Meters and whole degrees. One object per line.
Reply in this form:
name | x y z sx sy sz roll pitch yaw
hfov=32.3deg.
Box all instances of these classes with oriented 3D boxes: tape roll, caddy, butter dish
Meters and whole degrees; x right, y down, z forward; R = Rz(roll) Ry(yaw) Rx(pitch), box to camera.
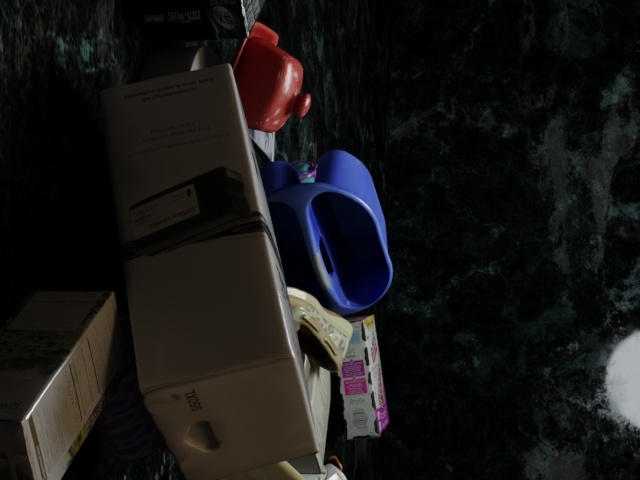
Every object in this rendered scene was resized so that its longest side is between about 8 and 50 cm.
tape roll | -0.186 -0.160 1.544 0.219 0.072 0.219 -1 90 -80
caddy | 0.000 0.000 2.031 0.179 0.241 0.341 -89 164 -46
butter dish | -0.070 -0.211 1.568 0.160 0.118 0.160 -65 171 6

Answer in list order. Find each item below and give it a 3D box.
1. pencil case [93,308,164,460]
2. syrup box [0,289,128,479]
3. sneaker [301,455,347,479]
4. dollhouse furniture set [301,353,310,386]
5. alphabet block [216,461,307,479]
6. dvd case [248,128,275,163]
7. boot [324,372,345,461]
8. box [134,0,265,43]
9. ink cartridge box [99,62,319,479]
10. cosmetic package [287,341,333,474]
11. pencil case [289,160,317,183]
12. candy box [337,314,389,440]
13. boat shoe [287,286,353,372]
pencil case | -0.230 0.166 1.258 0.206 0.088 0.086 77 18 -44
syrup box | -0.268 0.141 1.045 0.237 0.093 0.096 -70 157 -62
sneaker | -0.016 0.497 2.178 0.106 0.123 0.290 62 13 -11
dollhouse furniture set | -0.106 0.252 1.627 0.129 0.183 0.129 73 20 -56
alphabet block | -0.073 0.421 1.571 0.193 0.197 0.192 -48 156 -9
dvd case | -0.115 -0.252 2.053 0.221 0.018 0.165 51 40 -73
boot | 0.012 0.348 2.363 0.260 0.131 0.348 72 20 -56
box | -0.157 -0.345 1.513 0.180 0.147 0.078 -77 162 -52
ink cartridge box | -0.127 0.043 1.291 0.285 0.166 0.395 79 -2 -59
cosmetic package | -0.045 0.276 2.129 0.160 0.113 0.309 76 18 -48
pencil case | -0.032 -0.091 2.330 0.064 0.070 0.152 -76 161 -52
candy box | 0.082 0.273 2.238 0.159 0.071 0.233 -4 85 -79
boat shoe | -0.041 0.153 1.977 0.285 0.104 0.089 30 60 -42
